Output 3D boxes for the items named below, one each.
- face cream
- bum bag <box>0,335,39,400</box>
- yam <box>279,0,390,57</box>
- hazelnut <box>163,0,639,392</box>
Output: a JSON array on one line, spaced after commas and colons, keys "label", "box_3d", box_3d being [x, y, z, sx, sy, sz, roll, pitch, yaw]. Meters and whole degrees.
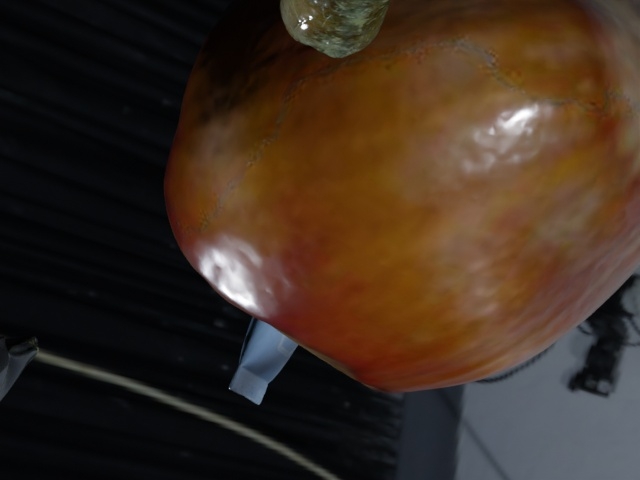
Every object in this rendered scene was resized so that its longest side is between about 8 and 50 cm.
[{"label": "face cream", "box_3d": [0.000, 0.000, 1.474, 0.086, 0.135, 0.385, 24, 82, 15]}, {"label": "bum bag", "box_3d": [-0.216, 0.094, 0.666, 0.107, 0.060, 0.232, -33, 6, 13]}, {"label": "yam", "box_3d": [0.030, -0.163, 0.600, 0.253, 0.061, 0.061, 120, 155, -67]}, {"label": "hazelnut", "box_3d": [0.073, -0.059, 0.932, 0.366, 0.366, 0.365, -23, 58, 42]}]
